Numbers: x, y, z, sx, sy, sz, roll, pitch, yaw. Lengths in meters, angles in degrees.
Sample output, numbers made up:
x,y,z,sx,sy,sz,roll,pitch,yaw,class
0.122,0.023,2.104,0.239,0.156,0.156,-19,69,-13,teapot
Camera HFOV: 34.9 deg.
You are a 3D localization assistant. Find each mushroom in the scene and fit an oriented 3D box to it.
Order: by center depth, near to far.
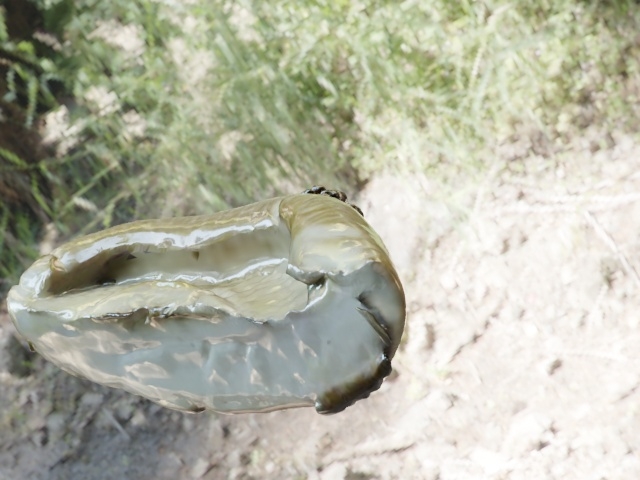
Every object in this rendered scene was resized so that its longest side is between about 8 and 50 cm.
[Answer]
x,y,z,sx,sy,sz,roll,pitch,yaw,class
-0.039,0.023,0.433,0.210,0.072,0.094,-7,37,35,mushroom

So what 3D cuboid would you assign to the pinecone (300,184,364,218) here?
x,y,z,sx,sy,sz,roll,pitch,yaw,class
0.000,0.003,0.915,0.102,0.102,0.109,-29,22,11,pinecone
